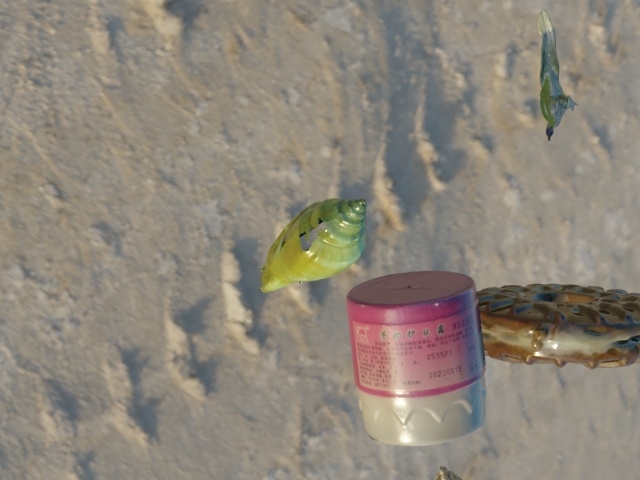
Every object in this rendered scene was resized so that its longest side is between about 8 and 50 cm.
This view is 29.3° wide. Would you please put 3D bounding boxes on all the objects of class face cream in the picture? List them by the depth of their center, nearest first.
[{"bbox_3d":[0.129,0.153,1.622,0.175,0.175,0.195,-17,104,-40],"label":"face cream"}]

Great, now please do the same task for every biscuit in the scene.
[{"bbox_3d":[0.389,0.133,1.966,0.332,0.332,0.103,-4,97,-45],"label":"biscuit"}]

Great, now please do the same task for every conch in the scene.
[{"bbox_3d":[-0.002,-0.001,1.451,0.079,0.200,0.095,31,59,-31],"label":"conch"}]

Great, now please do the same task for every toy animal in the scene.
[{"bbox_3d":[0.349,-0.233,1.821,0.041,0.075,0.217,-17,130,-6],"label":"toy animal"}]

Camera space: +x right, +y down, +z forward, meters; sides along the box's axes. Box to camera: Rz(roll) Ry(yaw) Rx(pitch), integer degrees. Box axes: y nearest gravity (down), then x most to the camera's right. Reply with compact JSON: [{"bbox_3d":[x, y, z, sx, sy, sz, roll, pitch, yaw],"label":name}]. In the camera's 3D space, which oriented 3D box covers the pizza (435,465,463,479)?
[{"bbox_3d":[0.211,0.423,1.839,0.185,0.195,0.052,-23,145,7],"label":"pizza"}]
